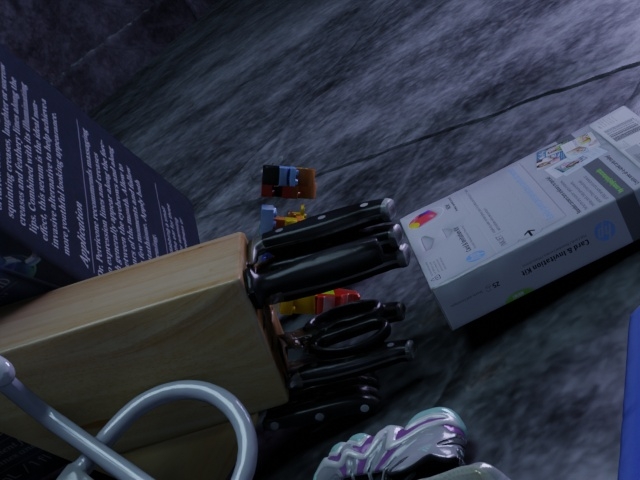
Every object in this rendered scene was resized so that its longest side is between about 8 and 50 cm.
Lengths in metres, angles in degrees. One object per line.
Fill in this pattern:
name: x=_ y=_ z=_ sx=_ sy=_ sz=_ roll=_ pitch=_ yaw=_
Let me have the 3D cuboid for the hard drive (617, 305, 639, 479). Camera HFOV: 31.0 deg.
hard drive: x=0.212 y=0.053 z=0.423 sx=0.210 sy=0.040 sz=0.319 roll=-28 pitch=7 yaw=22

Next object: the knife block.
knife block: x=-0.082 y=0.046 z=0.766 sx=0.242 sy=0.275 sz=0.088 roll=-61 pitch=11 yaw=17

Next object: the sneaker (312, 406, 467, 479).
sneaker: x=0.037 y=0.134 z=0.641 sx=0.098 sy=0.038 sz=0.069 roll=-31 pitch=18 yaw=15

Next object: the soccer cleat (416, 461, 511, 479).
soccer cleat: x=0.031 y=0.203 z=0.319 sx=0.116 sy=0.143 sz=0.331 roll=-26 pitch=21 yaw=27

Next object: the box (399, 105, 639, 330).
box: x=0.153 y=-0.020 z=0.789 sx=0.186 sy=0.038 sz=0.145 roll=-26 pitch=19 yaw=4

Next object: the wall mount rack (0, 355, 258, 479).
wall mount rack: x=-0.140 y=0.212 z=0.593 sx=0.304 sy=0.130 sz=0.350 roll=24 pitch=68 yaw=35

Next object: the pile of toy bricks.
pile of toy bricks: x=0.000 y=0.000 z=0.971 sx=0.105 sy=0.118 sz=0.212 roll=4 pitch=8 yaw=-4

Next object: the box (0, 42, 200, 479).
box: x=-0.314 y=0.018 z=0.910 sx=0.293 sy=0.395 sz=0.212 roll=-30 pitch=49 yaw=17
